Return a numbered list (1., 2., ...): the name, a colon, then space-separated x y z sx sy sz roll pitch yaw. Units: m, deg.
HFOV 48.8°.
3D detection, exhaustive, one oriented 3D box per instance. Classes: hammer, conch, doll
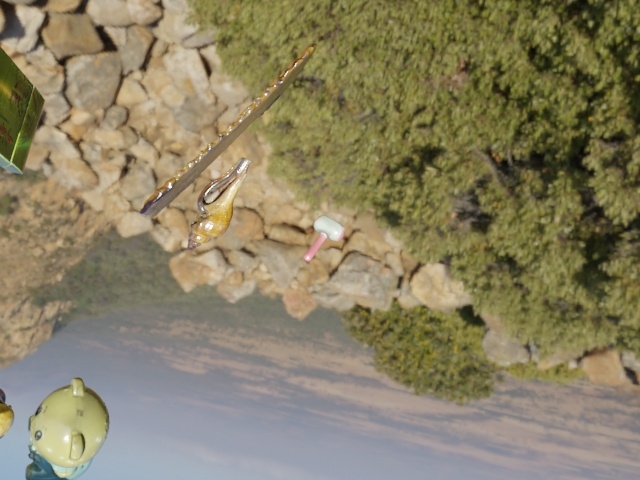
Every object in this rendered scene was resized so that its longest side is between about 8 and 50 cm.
1. hammer: 0.000 0.000 1.125 0.052 0.083 0.031 30 158 16
2. conch: -0.234 -0.082 1.586 0.086 0.233 0.080 18 178 -22
3. doll: -0.557 0.426 1.552 0.161 0.177 0.261 7 144 -24

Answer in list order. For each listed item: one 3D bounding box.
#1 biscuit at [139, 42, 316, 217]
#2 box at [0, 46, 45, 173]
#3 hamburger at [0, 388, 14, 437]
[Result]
1. biscuit: -0.103 -0.105 0.751 0.013 0.232 0.237 45 171 -8
2. box: -0.611 -0.253 1.339 0.043 0.173 0.311 12 168 -1
3. hamburger: -0.785 0.402 1.607 0.115 0.162 0.162 53 -174 35
